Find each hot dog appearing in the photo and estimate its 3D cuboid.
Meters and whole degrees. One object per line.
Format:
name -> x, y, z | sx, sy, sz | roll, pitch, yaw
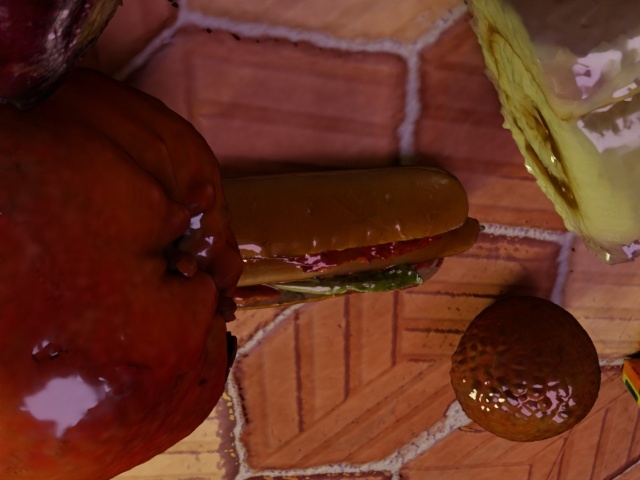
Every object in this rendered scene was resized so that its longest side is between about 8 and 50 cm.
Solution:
hot dog -> 0.000, 0.000, 0.838 | 0.236, 0.062, 0.092 | -7, 133, -27

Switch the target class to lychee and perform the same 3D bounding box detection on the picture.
lychee -> 0.148, 0.088, 1.002 | 0.114, 0.101, 0.140 | -20, -170, 45

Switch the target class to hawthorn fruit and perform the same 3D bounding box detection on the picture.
hawthorn fruit -> -0.181, 0.036, 0.660 | 0.299, 0.211, 0.211 | -21, 142, 1

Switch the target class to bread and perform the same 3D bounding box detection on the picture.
bread -> 0.257, -0.141, 0.767 | 0.338, 0.155, 0.187 | -26, 131, -2

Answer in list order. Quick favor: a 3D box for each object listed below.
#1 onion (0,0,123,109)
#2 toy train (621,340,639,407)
onion -> -0.155, -0.149, 0.526 | 0.198, 0.173, 0.135 | 36, 96, -13
toy train -> 0.339, 0.108, 1.159 | 0.188, 0.072, 0.099 | 1, 132, -32
